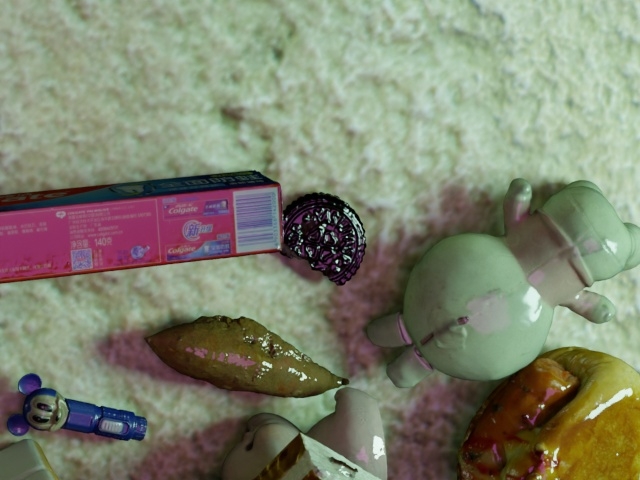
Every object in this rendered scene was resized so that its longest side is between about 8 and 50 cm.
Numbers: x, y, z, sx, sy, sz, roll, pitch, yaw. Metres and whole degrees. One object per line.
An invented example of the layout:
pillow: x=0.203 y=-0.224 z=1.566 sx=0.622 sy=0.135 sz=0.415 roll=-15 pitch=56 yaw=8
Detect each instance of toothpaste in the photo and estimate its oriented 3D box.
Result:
toothpaste: x=-0.194 y=-0.010 z=1.424 sx=0.320 sy=0.076 sz=0.066 roll=-6 pitch=102 yaw=-18

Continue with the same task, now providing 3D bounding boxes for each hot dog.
hot dog: x=0.206 y=0.227 z=1.571 sx=0.153 sy=0.150 sz=0.256 roll=3 pitch=100 yaw=-28

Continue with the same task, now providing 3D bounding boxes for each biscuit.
biscuit: x=0.000 y=0.000 z=1.516 sx=0.087 sy=0.027 sz=0.089 roll=-15 pitch=105 yaw=-16

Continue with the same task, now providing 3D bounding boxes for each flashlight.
flashlight: x=-0.209 y=0.155 z=1.472 sx=0.121 sy=0.035 sz=0.057 roll=15 pitch=95 yaw=-20

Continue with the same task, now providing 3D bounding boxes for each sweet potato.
sweet potato: x=-0.060 y=0.106 z=1.503 sx=0.206 sy=0.060 sz=0.068 roll=21 pitch=85 yaw=-29

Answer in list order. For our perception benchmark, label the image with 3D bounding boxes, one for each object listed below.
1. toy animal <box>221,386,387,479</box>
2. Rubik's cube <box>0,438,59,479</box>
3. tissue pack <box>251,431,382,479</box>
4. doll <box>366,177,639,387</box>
toy animal: x=-0.045 y=0.204 z=1.501 sx=0.212 sy=0.124 sz=0.124 roll=-12 pitch=104 yaw=-9
Rubik's cube: x=-0.280 y=0.378 z=1.359 sx=0.290 sy=0.291 sz=0.291 roll=-26 pitch=106 yaw=-12
tissue pack: x=-0.016 y=0.294 z=1.436 sx=0.183 sy=0.092 sz=0.226 roll=35 pitch=103 yaw=-27
doll: x=0.173 y=0.036 z=1.532 sx=0.275 sy=0.113 sz=0.155 roll=-31 pitch=91 yaw=-9
